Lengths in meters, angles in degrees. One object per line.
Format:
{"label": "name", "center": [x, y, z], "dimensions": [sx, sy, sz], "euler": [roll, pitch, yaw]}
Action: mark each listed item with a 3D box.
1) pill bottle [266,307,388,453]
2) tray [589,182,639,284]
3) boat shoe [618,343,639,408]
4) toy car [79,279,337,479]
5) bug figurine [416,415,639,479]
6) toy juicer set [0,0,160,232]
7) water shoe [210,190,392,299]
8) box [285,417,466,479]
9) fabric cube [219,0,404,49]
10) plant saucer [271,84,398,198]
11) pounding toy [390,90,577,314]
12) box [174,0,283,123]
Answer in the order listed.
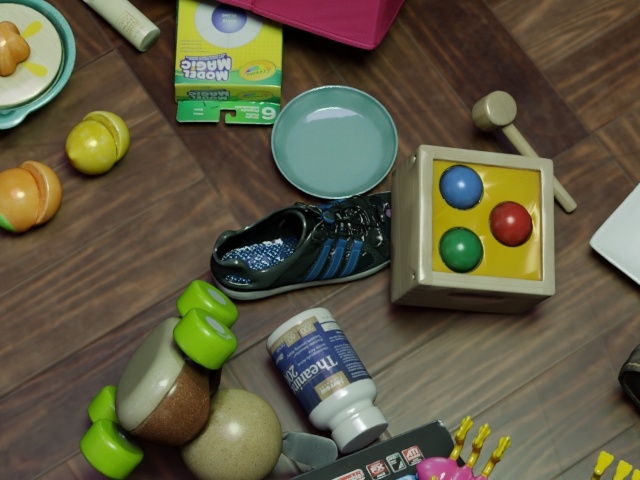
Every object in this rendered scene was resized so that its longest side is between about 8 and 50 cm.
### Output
{"label": "pill bottle", "center": [0.008, 0.124, 1.562], "dimensions": [0.067, 0.067, 0.120], "euler": [-28, 69, -12]}
{"label": "tray", "center": [0.391, 0.039, 1.625], "dimensions": [0.270, 0.030, 0.145], "euler": [38, 72, 14]}
{"label": "boat shoe", "center": [0.372, 0.229, 1.487], "dimensions": [0.130, 0.132, 0.355], "euler": [-39, 71, -16]}
{"label": "toy car", "center": [-0.083, 0.158, 1.519], "dimensions": [0.188, 0.149, 0.155], "euler": [38, 102, -12]}
{"label": "bug figurine", "center": [0.139, 0.272, 1.416], "dimensions": [0.216, 0.072, 0.279], "euler": [33, 61, 12]}
{"label": "toy juicer set", "center": [-0.263, -0.159, 1.671], "dimensions": [0.209, 0.089, 0.329], "euler": [23, 68, 9]}
{"label": "water shoe", "center": [0.000, 0.000, 1.609], "dimensions": [0.203, 0.080, 0.073], "euler": [-21, 69, -10]}
{"label": "box", "center": [0.037, 0.326, 1.439], "dimensions": [0.295, 0.073, 0.293], "euler": [-19, 65, -25]}
{"label": "fabric cube", "center": [-0.010, -0.381, 1.650], "dimensions": [0.259, 0.258, 0.254], "euler": [19, 51, 7]}
{"label": "plant saucer", "center": [0.013, -0.089, 1.680], "dimensions": [0.119, 0.021, 0.119], "euler": [0, 67, 0]}
{"label": "pounding toy", "center": [0.163, -0.045, 1.602], "dimensions": [0.181, 0.094, 0.206], "euler": [5, 74, -15]}
{"label": "box", "center": [-0.087, -0.196, 1.715], "dimensions": [0.105, 0.043, 0.179], "euler": [1, 68, -1]}
